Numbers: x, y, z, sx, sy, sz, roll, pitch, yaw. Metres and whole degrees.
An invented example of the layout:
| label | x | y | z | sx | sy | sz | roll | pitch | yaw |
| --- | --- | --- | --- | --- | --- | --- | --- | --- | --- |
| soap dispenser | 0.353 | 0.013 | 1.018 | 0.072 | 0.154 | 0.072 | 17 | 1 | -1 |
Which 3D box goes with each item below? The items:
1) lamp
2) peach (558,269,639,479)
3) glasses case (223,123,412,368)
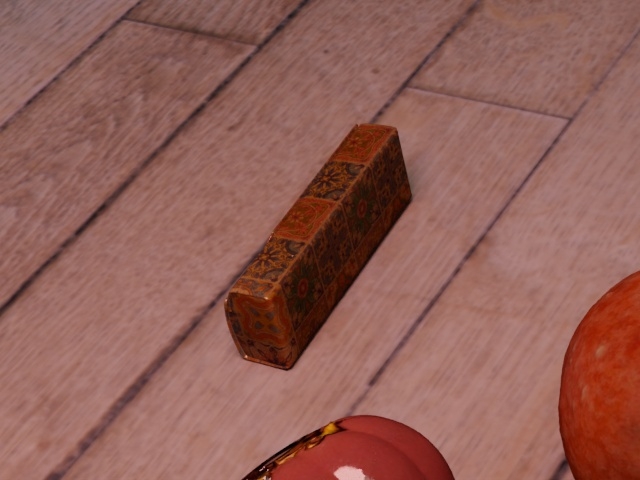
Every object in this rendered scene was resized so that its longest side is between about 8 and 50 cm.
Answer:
| label | x | y | z | sx | sy | sz | roll | pitch | yaw |
| --- | --- | --- | --- | --- | --- | --- | --- | --- | --- |
| lamp | 0.008 | 0.192 | 1.103 | 0.182 | 0.140 | 0.182 | -36 | -1 | -1 |
| peach | 0.252 | 0.106 | 1.124 | 0.232 | 0.232 | 0.232 | -8 | 39 | 6 |
| glasses case | 0.000 | 0.000 | 1.397 | 0.049 | 0.075 | 0.218 | 9 | 44 | 30 |
